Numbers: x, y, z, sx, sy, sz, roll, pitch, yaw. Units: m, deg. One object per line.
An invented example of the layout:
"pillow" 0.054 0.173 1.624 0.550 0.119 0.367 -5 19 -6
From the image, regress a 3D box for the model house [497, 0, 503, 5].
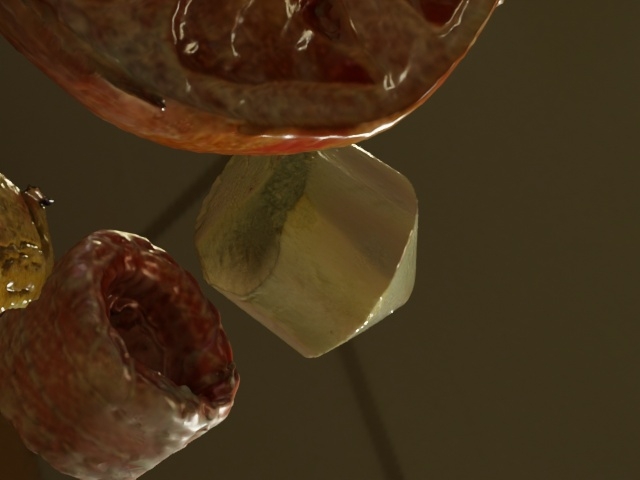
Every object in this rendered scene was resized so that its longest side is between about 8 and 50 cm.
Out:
"model house" -0.021 -0.181 0.984 0.252 0.295 0.329 -45 -118 0

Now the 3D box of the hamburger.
"hamburger" -0.324 0.019 1.281 0.155 0.282 0.245 -26 -135 11

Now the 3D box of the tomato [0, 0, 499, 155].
"tomato" -0.034 -0.147 0.547 0.095 0.237 0.236 3 -101 61

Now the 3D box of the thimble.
"thimble" -0.202 0.116 1.552 0.162 0.239 0.239 -38 -126 24

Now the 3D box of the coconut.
"coconut" 0.000 0.000 1.766 0.239 0.244 0.239 -45 -159 23
